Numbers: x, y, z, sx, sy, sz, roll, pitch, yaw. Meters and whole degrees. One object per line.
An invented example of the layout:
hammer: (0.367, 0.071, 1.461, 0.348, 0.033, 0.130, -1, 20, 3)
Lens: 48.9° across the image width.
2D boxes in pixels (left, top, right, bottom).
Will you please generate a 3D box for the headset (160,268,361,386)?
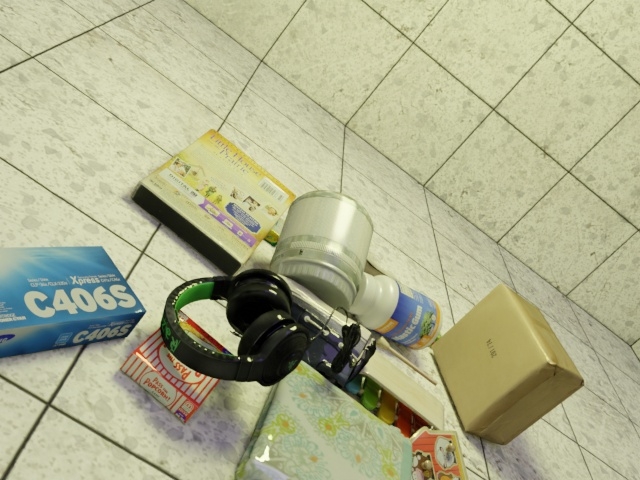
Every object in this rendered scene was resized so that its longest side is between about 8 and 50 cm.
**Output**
headset: (-0.105, 0.183, 1.329, 0.394, 0.185, 0.243, 3, 33, -24)

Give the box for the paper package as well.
paper package: (0.495, 0.337, 1.912, 0.168, 0.309, 0.324, 32, 24, -29)

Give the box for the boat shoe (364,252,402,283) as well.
boat shoe: (0.137, 0.115, 2.021, 0.117, 0.096, 0.324, 8, -24, 41)

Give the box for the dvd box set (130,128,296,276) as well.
dvd box set: (-0.253, -0.111, 1.786, 0.308, 0.062, 0.420, 39, 30, -5)

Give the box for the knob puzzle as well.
knob puzzle: (0.245, 0.490, 1.494, 0.213, 0.030, 0.213, 19, 54, -28)

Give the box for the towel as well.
towel: (0.021, 0.410, 1.300, 0.321, 0.090, 0.374, 36, 22, -5)

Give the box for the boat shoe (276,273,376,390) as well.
boat shoe: (-0.053, 0.201, 1.528, 0.341, 0.127, 0.158, 27, 44, 8)

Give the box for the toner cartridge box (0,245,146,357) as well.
toner cartridge box: (-0.459, 0.092, 1.118, 0.165, 0.075, 0.348, 48, 23, 21)

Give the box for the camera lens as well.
camera lens: (0.002, 0.033, 1.693, 0.219, 0.219, 0.274, 33, 50, -20)

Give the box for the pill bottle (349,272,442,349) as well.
pill bottle: (0.188, 0.185, 1.906, 0.272, 0.152, 0.152, 27, 26, -30)

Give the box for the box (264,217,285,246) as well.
box: (-0.176, -0.067, 1.933, 0.179, 0.043, 0.105, 39, 23, -10)

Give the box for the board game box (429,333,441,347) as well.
board game box: (0.314, 0.243, 2.151, 0.092, 0.043, 0.181, 36, 23, -15)

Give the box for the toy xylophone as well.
toy xylophone: (0.181, 0.359, 1.658, 0.323, 0.081, 0.236, 42, 22, 2)

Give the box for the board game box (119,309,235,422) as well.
board game box: (-0.248, 0.220, 1.262, 0.147, 0.045, 0.193, 40, 22, -1)
